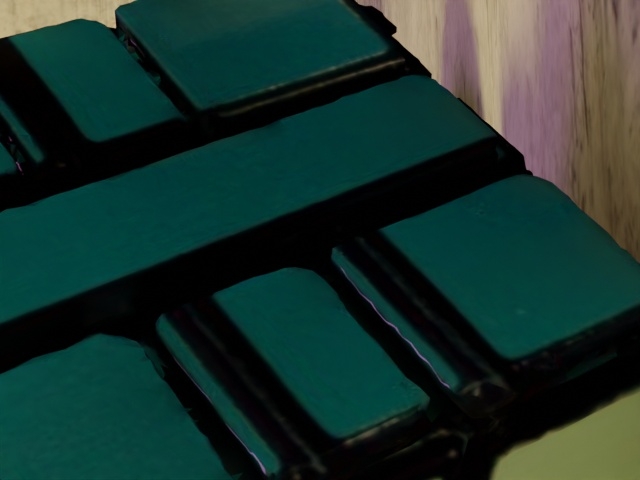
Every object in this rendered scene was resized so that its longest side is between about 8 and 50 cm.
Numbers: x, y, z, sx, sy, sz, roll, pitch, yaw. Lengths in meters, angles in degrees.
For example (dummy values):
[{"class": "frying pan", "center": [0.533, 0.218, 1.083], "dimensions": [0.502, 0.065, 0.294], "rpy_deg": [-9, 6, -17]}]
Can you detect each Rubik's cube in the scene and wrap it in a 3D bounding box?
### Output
[{"class": "Rubik's cube", "center": [-0.055, 0.091, 0.648], "dimensions": [0.283, 0.288, 0.294], "rpy_deg": [48, 147, 42]}]
